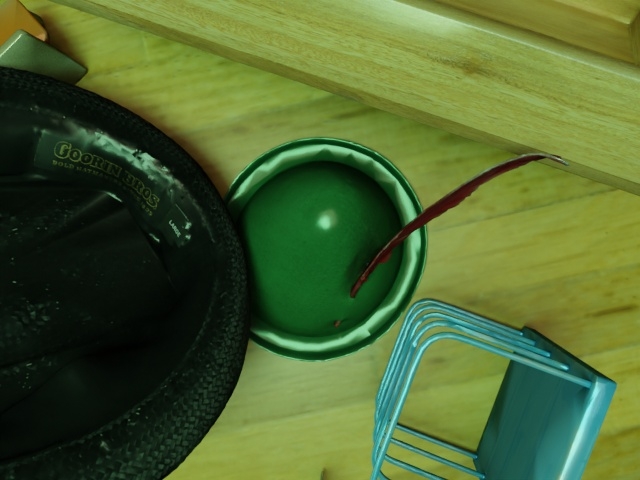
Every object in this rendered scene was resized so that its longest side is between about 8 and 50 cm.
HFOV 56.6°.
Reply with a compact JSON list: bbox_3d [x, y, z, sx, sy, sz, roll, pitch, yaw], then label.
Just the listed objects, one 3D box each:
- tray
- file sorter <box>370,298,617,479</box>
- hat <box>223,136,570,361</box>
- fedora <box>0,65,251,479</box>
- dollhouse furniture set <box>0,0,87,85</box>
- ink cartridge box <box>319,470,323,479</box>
[{"bbox_3d":[0.032,-0.176,0.384,0.410,0.076,0.203,18,50,3],"label":"tray"},{"bbox_3d":[0.097,0.111,0.399,0.104,0.170,0.118,20,93,6],"label":"file sorter"},{"bbox_3d":[0.000,0.000,0.390,0.173,0.183,0.208,32,93,1],"label":"hat"},{"bbox_3d":[-0.219,0.044,0.384,0.334,0.152,0.334,13,58,-22],"label":"fedora"},{"bbox_3d":[-0.285,-0.229,0.423,0.259,0.135,0.262,-41,89,4],"label":"dollhouse furniture set"},{"bbox_3d":[0.015,0.282,0.439,0.061,0.104,0.181,7,93,3],"label":"ink cartridge box"}]
